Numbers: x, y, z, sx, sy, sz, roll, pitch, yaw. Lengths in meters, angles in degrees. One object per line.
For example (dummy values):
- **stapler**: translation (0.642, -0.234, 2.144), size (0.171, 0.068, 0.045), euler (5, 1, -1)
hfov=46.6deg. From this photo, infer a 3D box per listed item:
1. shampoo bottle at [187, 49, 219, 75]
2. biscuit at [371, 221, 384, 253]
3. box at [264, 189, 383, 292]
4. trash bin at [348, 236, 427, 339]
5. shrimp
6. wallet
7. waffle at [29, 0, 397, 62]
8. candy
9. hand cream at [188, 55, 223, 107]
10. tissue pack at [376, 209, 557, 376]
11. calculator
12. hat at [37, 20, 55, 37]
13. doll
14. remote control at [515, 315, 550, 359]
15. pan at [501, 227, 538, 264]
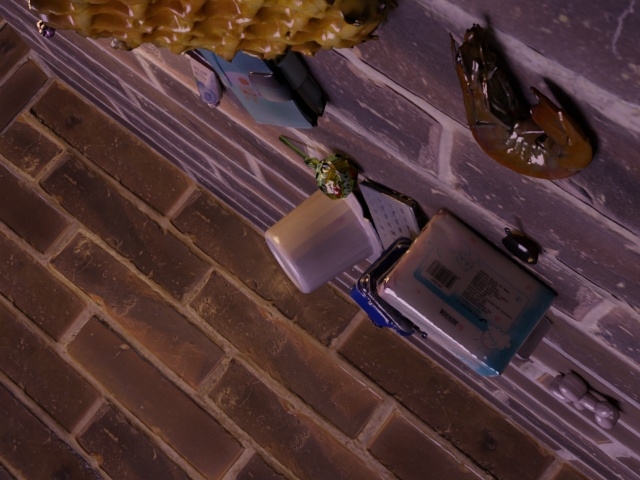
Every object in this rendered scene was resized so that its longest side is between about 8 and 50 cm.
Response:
- **shampoo bottle**: translation (-0.207, -0.366, 1.402), size (0.236, 0.068, 0.067), euler (37, 171, 1)
- **biscuit**: translation (0.237, 0.076, 1.776), size (0.350, 0.070, 0.394), euler (44, 170, -29)
- **box**: translation (0.000, 0.000, 1.743), size (0.262, 0.206, 0.291), euler (53, 172, 7)
- **trash bin**: translation (0.164, 0.113, 1.583), size (0.184, 0.162, 0.234), euler (47, 166, -1)
- **shrimp**: translation (0.217, -0.143, 0.834), size (0.150, 0.068, 0.248), euler (9, 157, 47)
- **wallet**: translation (-0.110, -0.291, 1.259), size (0.176, 0.075, 0.250), euler (13, 156, 36)
- **waffle**: translation (-0.120, -0.272, 0.842), size (0.382, 0.095, 0.379), euler (6, -178, 26)
- **candy**: translation (-0.019, -0.179, 1.610), size (0.305, 0.083, 0.091), euler (43, 140, 48)
- **hand cream**: translation (-0.259, -0.361, 1.700), size (0.084, 0.053, 0.142), euler (35, 160, 25)
- **tissue pack**: translation (0.266, 0.101, 1.379), size (0.271, 0.201, 0.124), euler (38, 163, 4)
- **calculator**: translation (0.172, -0.011, 1.583), size (0.161, 0.021, 0.262), euler (29, 153, 43)
- **hat**: translation (-0.487, -0.490, 1.454), size (0.140, 0.227, 0.129), euler (27, -151, -18)
- **doll**: translation (0.627, 0.378, 1.748), size (0.160, 0.059, 0.161), euler (38, 170, 8)
- **remote control**: translation (0.349, 0.129, 1.493), size (0.250, 0.103, 0.034), euler (42, 170, -11)
- **pan**: translation (0.323, 0.001, 1.210), size (0.068, 0.023, 0.115), euler (33, 172, 38)
